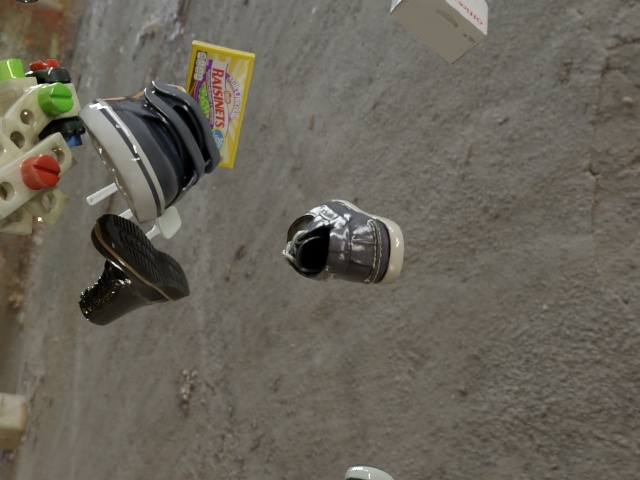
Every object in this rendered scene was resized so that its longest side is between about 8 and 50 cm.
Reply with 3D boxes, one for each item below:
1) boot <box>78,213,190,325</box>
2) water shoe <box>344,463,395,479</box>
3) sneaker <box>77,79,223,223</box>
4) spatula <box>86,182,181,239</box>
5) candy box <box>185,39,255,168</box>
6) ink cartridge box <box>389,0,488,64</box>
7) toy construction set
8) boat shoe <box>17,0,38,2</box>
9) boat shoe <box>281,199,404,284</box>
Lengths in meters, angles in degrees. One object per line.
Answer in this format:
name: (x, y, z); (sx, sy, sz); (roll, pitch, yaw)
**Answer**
boot: (-0.265, 0.052, 0.865); (0.137, 0.198, 0.077); (-24, 57, 5)
water shoe: (0.099, 0.374, 0.907); (0.073, 0.203, 0.080); (-28, 29, 47)
sneaker: (-0.173, -0.105, 0.731); (0.126, 0.127, 0.321); (66, 168, -17)
spatula: (-0.355, -0.058, 1.343); (0.019, 0.168, 0.242); (-12, 19, 20)
candy box: (-0.182, -0.228, 1.182); (0.027, 0.105, 0.206); (-102, 24, -60)
ink cartridge box: (0.194, -0.396, 1.097); (0.082, 0.139, 0.191); (-34, 33, 44)
toy construction set: (-0.365, -0.102, 0.684); (0.327, 0.215, 0.151); (8, 109, 24)
boat shoe: (-0.342, -0.294, 0.697); (0.049, 0.137, 0.043); (-42, 18, 11)
boat shoe: (0.000, 0.000, 0.614); (0.206, 0.065, 0.075); (-168, 81, -68)
